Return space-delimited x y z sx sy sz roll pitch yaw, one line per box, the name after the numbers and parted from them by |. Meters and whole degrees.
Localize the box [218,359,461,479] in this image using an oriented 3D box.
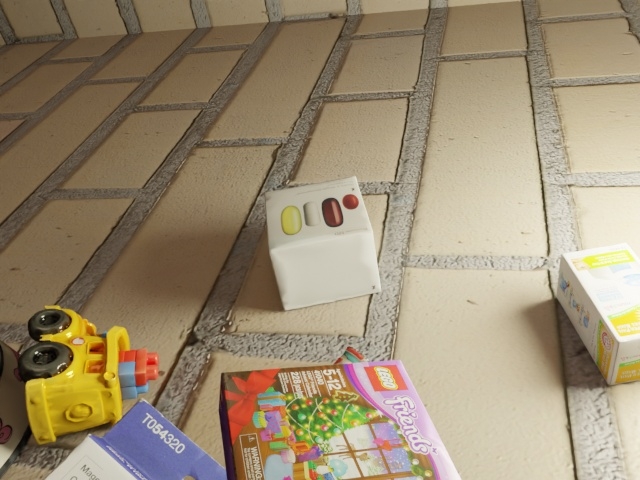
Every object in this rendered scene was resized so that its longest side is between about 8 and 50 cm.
0.024 0.228 0.529 0.200 0.057 0.293 0 31 -16 | box

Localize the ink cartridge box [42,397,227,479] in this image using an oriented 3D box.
-0.204 0.388 0.681 0.324 0.071 0.330 36 53 8 | ink cartridge box

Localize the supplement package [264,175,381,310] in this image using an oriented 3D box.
0.000 0.000 1.171 0.194 0.149 0.203 -11 37 -1 | supplement package

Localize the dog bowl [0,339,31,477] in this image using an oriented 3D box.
-0.693 0.286 0.981 0.407 0.150 0.408 -6 38 5 | dog bowl

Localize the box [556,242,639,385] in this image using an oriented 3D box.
0.471 0.112 0.949 0.114 0.103 0.203 -10 38 2 | box

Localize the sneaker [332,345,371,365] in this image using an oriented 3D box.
0.073 0.238 0.939 0.075 0.057 0.161 -43 47 -12 | sneaker

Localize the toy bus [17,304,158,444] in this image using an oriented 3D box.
-0.384 0.210 1.020 0.211 0.150 0.220 -6 33 -15 | toy bus
